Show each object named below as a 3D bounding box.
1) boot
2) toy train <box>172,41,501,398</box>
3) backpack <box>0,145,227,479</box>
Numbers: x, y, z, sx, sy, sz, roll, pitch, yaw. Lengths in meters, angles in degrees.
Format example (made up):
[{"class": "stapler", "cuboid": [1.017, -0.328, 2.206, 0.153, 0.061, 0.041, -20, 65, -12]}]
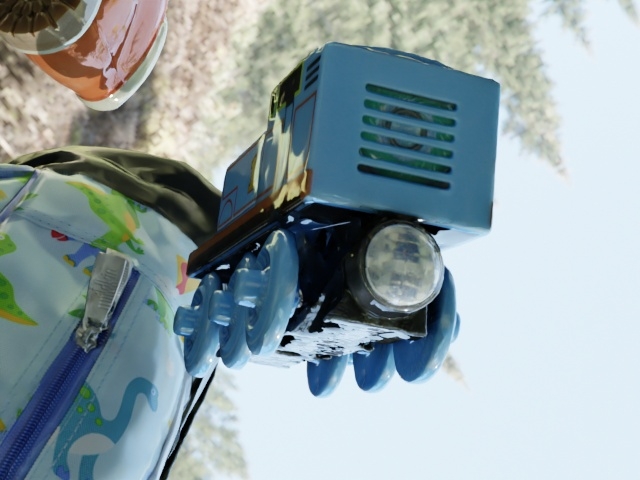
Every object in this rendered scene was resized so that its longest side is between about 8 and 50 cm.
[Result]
[{"class": "boot", "cuboid": [-0.090, -0.135, 0.505, 0.059, 0.085, 0.158, 7, -110, 21]}, {"class": "toy train", "cuboid": [0.000, 0.000, 0.433, 0.184, 0.080, 0.105, 151, -51, -69]}, {"class": "backpack", "cuboid": [-0.194, 0.122, 0.509, 0.290, 0.273, 0.356, -36, -149, 31]}]
